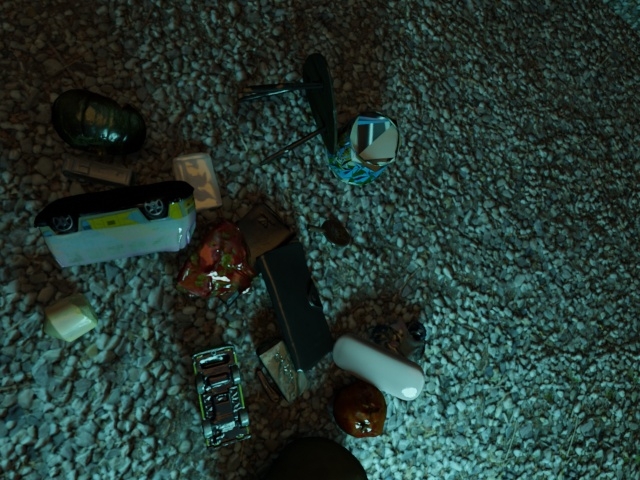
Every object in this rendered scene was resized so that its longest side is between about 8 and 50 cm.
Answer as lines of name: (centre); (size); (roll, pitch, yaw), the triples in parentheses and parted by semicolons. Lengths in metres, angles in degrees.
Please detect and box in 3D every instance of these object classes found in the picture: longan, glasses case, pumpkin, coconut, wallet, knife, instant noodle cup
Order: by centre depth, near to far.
coconut: (-0.674, 0.209, 1.145); (0.122, 0.116, 0.116); (-30, 92, -22)
longan: (-0.029, 0.753, 1.156); (0.404, 0.336, 0.405); (-5, 54, 7)
pumpkin: (-0.606, -0.311, 1.180); (0.237, 0.238, 0.159); (13, 83, -14)
wallet: (-0.068, 0.198, 1.314); (0.197, 0.051, 0.378); (-20, 92, -52)
knife: (-0.163, 0.444, 1.315); (0.031, 0.018, 0.121); (-30, 91, -11)
glasses case: (0.176, 0.386, 1.326); (0.296, 0.075, 0.113); (22, 100, 21)
wallet: (-0.383, -0.178, 1.329); (0.124, 0.032, 0.183); (-15, 85, -18)
wallet: (-0.235, 0.033, 1.336); (0.172, 0.045, 0.318); (44, 75, -3)
instant noodle cup: (0.150, -0.312, 1.429); (0.240, 0.178, 0.241); (2, 82, -16)

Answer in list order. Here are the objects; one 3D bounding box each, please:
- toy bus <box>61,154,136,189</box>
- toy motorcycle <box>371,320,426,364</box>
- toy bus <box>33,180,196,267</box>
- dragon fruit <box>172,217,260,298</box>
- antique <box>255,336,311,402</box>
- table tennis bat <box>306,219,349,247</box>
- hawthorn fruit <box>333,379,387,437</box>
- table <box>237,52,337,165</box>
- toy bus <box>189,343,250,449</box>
toy bus: (-0.636, -0.192, 1.232); (0.190, 0.075, 0.064); (12, 80, -16)
toy motorcycle: (0.239, 0.357, 1.406); (0.204, 0.108, 0.239); (29, 53, -16)
toy bus: (-0.522, -0.044, 1.158); (0.385, 0.171, 0.163); (-10, 118, -4)
dragon fruit: (-0.272, 0.077, 1.232); (0.211, 0.134, 0.262); (33, 78, -7)
antique: (-0.117, 0.384, 1.301); (0.088, 0.086, 0.183); (-33, 93, -19)
table tennis bat: (0.000, 0.000, 1.432); (0.169, 0.119, 0.108); (12, 49, -35)
hawthorn fruit: (0.126, 0.522, 1.307); (0.173, 0.179, 0.174); (-9, 107, -31)
table: (-0.110, -0.414, 1.311); (0.248, 0.317, 0.318); (-18, 88, -10)
toy bus: (-0.287, 0.425, 1.212); (0.127, 0.150, 0.262); (-10, 90, -19)
